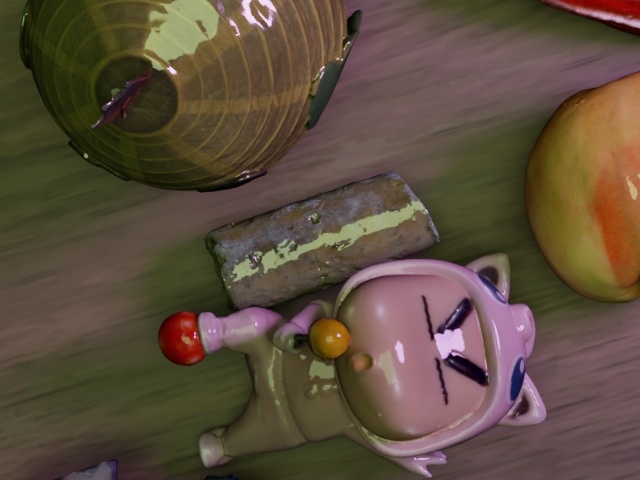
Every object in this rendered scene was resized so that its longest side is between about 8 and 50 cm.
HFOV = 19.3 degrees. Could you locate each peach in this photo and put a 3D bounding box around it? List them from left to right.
[{"bbox_3d":[0.246,-0.043,1.448,0.184,0.184,0.184,0,93,2],"label":"peach"}]

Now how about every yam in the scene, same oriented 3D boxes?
[{"bbox_3d":[0.000,0.000,1.504,0.179,0.078,0.078,-21,92,3],"label":"yam"}]

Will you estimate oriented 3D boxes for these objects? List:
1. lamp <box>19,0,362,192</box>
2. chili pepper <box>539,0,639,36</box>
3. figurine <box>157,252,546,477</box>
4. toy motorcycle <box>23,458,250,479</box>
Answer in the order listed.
[{"bbox_3d":[-0.103,-0.147,1.394,0.250,0.284,0.250,6,118,11],"label":"lamp"},{"bbox_3d":[0.272,-0.218,1.472,0.253,0.136,0.144,24,64,-7],"label":"chili pepper"},{"bbox_3d":[0.026,0.107,1.460,0.287,0.186,0.176,-6,90,10],"label":"figurine"},{"bbox_3d":[-0.193,0.279,1.465,0.327,0.143,0.188,-8,52,12],"label":"toy motorcycle"}]
